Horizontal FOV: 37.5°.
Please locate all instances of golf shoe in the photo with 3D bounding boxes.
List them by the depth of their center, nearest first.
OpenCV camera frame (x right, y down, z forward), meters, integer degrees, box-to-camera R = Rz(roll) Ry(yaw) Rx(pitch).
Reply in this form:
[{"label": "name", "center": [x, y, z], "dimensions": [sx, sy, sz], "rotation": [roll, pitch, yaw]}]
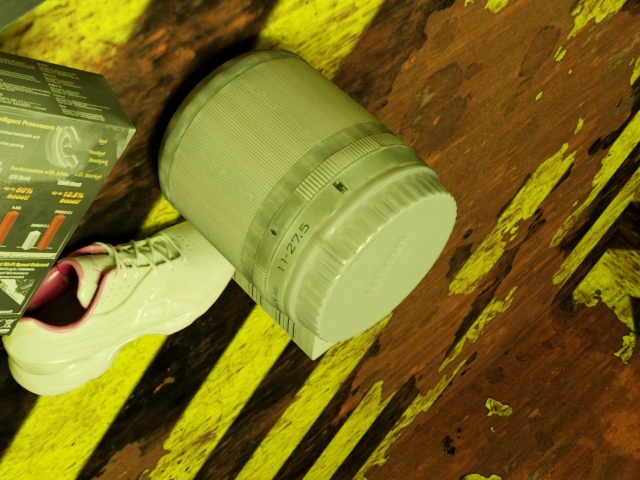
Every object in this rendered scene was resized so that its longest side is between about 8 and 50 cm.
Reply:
[{"label": "golf shoe", "center": [-0.214, 0.049, 1.054], "dimensions": [0.306, 0.115, 0.140], "rotation": [-36, 150, -25]}]

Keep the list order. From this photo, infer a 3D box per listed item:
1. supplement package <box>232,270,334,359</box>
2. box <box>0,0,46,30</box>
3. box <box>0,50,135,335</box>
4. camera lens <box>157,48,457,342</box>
[{"label": "supplement package", "center": [0.000, 0.000, 1.208], "dimensions": [0.194, 0.203, 0.149], "rotation": [-32, 152, -28]}, {"label": "box", "center": [-0.207, -0.277, 0.511], "dimensions": [0.165, 0.143, 0.270], "rotation": [-38, 149, -16]}, {"label": "box", "center": [-0.323, -0.033, 0.670], "dimensions": [0.307, 0.076, 0.242], "rotation": [5, 132, -46]}, {"label": "camera lens", "center": [-0.021, -0.054, 1.005], "dimensions": [0.219, 0.274, 0.219], "rotation": [-37, 154, -22]}]
